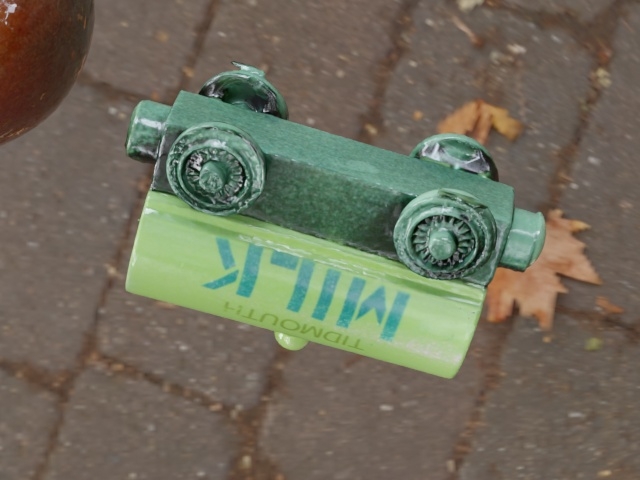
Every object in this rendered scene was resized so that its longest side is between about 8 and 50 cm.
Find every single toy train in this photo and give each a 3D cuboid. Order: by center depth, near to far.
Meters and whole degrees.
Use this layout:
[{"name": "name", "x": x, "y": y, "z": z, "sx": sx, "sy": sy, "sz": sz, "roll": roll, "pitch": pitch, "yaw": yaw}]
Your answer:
[{"name": "toy train", "x": 0.000, "y": 0.000, "z": 1.002, "sx": 0.253, "sy": 0.105, "sz": 0.157, "roll": 15, "pitch": 121, "yaw": -3}]

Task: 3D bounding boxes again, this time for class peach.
[{"name": "peach", "x": -0.289, "y": -0.192, "z": 1.310, "sx": 0.252, "sy": 0.252, "sz": 0.252, "roll": -2, "pitch": 84, "yaw": 24}]
